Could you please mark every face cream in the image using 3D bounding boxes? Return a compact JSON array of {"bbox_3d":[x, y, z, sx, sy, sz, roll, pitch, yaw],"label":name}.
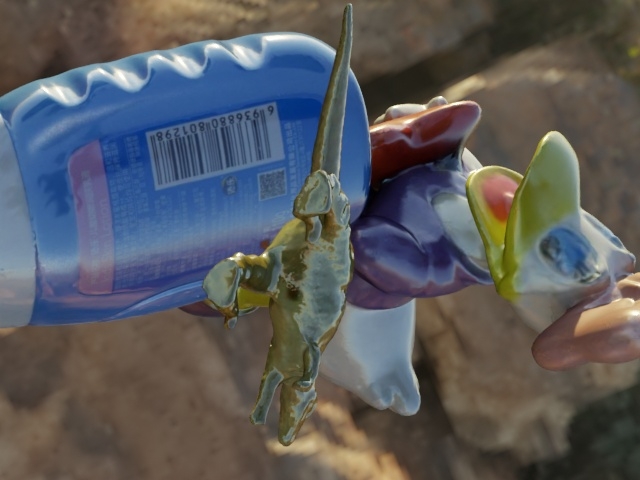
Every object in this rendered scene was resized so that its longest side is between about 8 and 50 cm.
[{"bbox_3d":[-0.105,-0.024,1.031,0.083,0.264,0.149,45,-37,50],"label":"face cream"}]

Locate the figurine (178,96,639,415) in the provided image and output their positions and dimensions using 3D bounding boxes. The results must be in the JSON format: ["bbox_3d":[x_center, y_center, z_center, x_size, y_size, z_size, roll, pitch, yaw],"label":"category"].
[{"bbox_3d":[0.059,0.015,1.225,0.154,0.421,0.193,-20,97,-43],"label":"figurine"}]

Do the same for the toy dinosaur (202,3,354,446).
[{"bbox_3d":[0.000,0.000,0.842,0.126,0.039,0.162,63,45,-64],"label":"toy dinosaur"}]
